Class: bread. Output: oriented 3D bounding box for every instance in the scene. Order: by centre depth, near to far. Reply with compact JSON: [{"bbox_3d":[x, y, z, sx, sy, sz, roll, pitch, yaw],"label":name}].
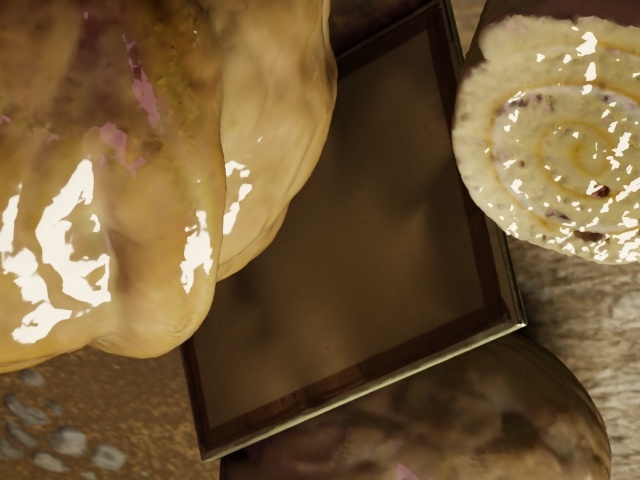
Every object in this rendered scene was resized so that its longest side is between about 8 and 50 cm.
[{"bbox_3d":[0.134,-0.085,0.856,0.134,0.141,0.148,10,139,14],"label":"bread"}]

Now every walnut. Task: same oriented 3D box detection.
[{"bbox_3d":[-0.137,-0.073,0.884,0.285,0.296,0.285,46,150,37],"label":"walnut"},{"bbox_3d":[0.051,0.136,1.100,0.224,0.224,0.224,12,139,10],"label":"walnut"}]

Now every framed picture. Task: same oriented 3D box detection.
[{"bbox_3d":[0.000,0.000,1.006,0.010,0.173,0.231,6,157,-44],"label":"framed picture"}]
